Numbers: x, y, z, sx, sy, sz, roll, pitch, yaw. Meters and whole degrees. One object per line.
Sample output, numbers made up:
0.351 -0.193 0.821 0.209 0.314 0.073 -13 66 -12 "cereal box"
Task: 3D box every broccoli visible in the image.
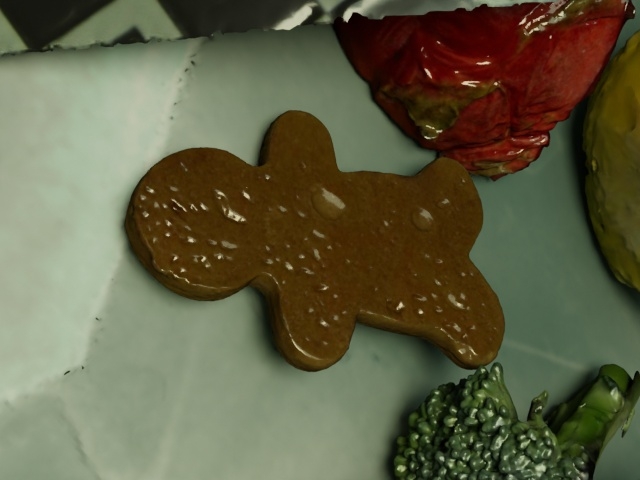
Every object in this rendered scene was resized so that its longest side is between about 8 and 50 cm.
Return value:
0.123 0.116 0.524 0.122 0.118 0.204 48 35 19 "broccoli"

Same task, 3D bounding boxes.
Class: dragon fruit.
0.082 -0.114 0.523 0.127 0.120 0.161 -8 89 -30 "dragon fruit"

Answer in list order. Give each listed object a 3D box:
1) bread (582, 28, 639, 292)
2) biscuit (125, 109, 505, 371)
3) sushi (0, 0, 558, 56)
0.263 -0.055 0.597 0.170 0.197 0.197 -22 93 -42 "bread"
0.000 0.000 0.488 0.205 0.031 0.138 6 65 -31 "biscuit"
-0.026 -0.233 0.455 0.292 0.059 0.294 -9 88 -4 "sushi"
